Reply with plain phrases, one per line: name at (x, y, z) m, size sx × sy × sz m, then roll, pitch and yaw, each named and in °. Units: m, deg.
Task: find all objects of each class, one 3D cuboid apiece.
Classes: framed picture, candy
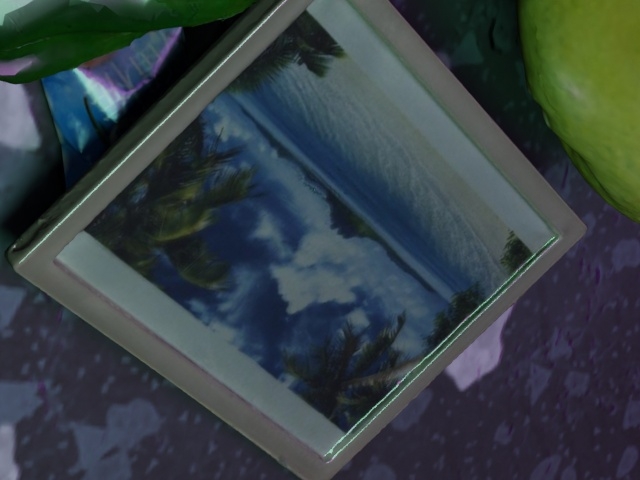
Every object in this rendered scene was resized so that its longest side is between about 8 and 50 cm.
framed picture at (0.000, 0.000, 1.091) m, size 0.232 × 0.024 × 0.315 m, roll -45°, pitch 140°, yaw 3°
candy at (-0.103, -0.087, 1.014) m, size 0.088 × 0.038 × 0.136 m, roll -19°, pitch 113°, yaw -21°

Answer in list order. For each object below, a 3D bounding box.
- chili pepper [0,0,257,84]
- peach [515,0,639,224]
chili pepper at (-0.091, -0.178, 0.880) m, size 0.385 × 0.167 × 0.213 m, roll -34°, pitch 129°, yaw -31°
peach at (0.257, -0.159, 1.143) m, size 0.314 × 0.281 × 0.316 m, roll -18°, pitch 118°, yaw 2°
